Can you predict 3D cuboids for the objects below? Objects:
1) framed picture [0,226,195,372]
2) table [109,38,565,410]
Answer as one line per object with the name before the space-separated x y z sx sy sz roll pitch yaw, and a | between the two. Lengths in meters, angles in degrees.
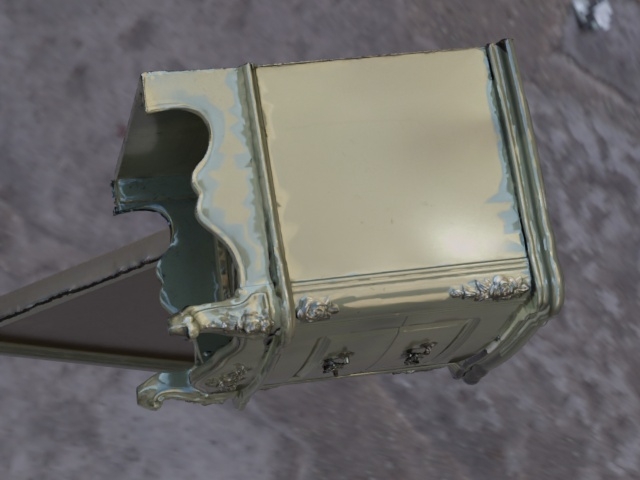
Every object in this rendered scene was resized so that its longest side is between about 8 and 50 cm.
framed picture | -0.056 0.034 1.077 0.289 0.211 0.020 -20 69 44
table | 0.000 0.000 0.425 0.083 0.079 0.062 -5 74 -13
